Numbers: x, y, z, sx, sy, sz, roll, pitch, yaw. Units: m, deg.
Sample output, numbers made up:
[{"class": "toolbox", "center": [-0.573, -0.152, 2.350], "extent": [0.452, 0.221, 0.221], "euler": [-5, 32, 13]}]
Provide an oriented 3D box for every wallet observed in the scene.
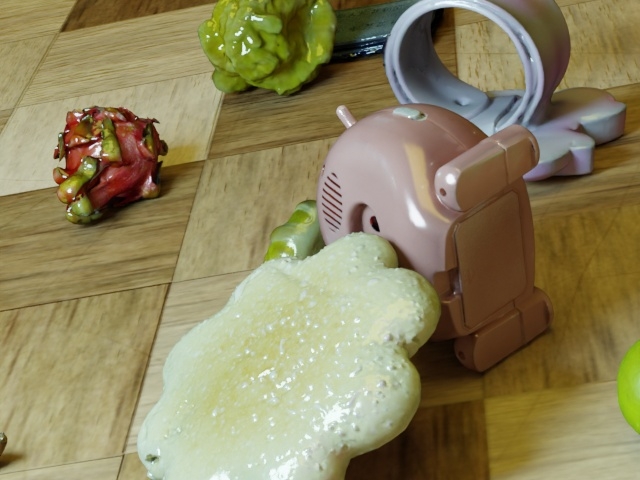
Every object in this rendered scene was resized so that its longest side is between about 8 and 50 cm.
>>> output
[{"class": "wallet", "center": [0.066, -0.308, 2.348], "extent": [0.222, 0.036, 0.167], "euler": [-5, 27, 19]}]

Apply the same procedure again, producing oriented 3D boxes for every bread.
[{"class": "bread", "center": [0.000, 0.000, 1.697], "extent": [0.157, 0.094, 0.083], "euler": [-38, 38, -27]}, {"class": "bread", "center": [-0.035, 0.117, 1.384], "extent": [0.316, 0.054, 0.316], "euler": [-29, 34, 22]}]

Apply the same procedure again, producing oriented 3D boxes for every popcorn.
[{"class": "popcorn", "center": [-0.072, -0.291, 2.223], "extent": [0.156, 0.197, 0.197], "euler": [12, 35, 45]}]

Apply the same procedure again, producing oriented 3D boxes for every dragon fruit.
[{"class": "dragon fruit", "center": [-0.267, -0.093, 1.980], "extent": [0.133, 0.150, 0.207], "euler": [-33, 21, 31]}]

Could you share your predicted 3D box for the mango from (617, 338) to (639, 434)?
[{"class": "mango", "center": [0.318, 0.110, 1.317], "extent": [0.163, 0.089, 0.117], "euler": [-22, 27, -19]}]

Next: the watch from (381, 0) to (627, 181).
[{"class": "watch", "center": [0.200, -0.191, 1.838], "extent": [0.248, 0.217, 0.211], "euler": [2, 30, 30]}]

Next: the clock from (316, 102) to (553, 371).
[{"class": "clock", "center": [0.083, -0.014, 1.520], "extent": [0.142, 0.227, 0.241], "euler": [-28, 34, -32]}]

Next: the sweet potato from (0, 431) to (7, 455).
[{"class": "sweet potato", "center": [-0.384, 0.221, 1.479], "extent": [0.202, 0.058, 0.055], "euler": [-18, -17, -19]}]
